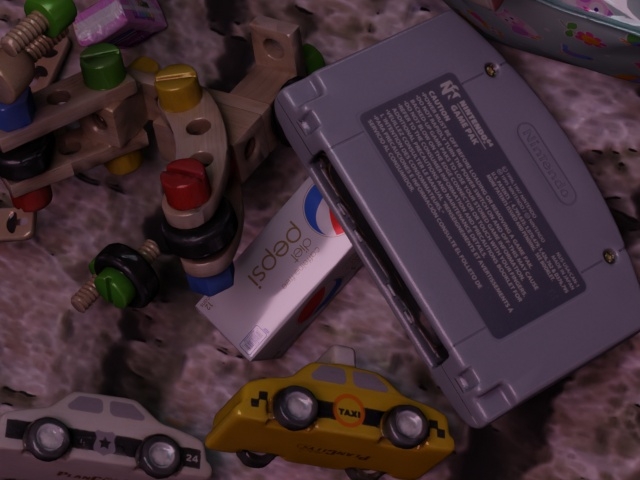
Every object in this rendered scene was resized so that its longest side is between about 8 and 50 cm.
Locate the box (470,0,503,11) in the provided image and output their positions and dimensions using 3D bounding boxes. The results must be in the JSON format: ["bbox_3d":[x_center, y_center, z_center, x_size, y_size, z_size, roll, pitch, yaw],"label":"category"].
[{"bbox_3d":[0.116,-0.298,1.332,0.127,0.148,0.232,31,83,21],"label":"box"}]

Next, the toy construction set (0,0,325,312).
[{"bbox_3d":[-0.133,-0.126,1.591,0.257,0.237,0.309,0,130,51],"label":"toy construction set"}]

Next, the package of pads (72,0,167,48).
[{"bbox_3d":[-0.170,-0.184,1.683,0.050,0.083,0.032,-25,84,20],"label":"package of pads"}]

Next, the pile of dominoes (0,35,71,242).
[{"bbox_3d":[-0.342,-0.091,1.729,0.251,0.040,0.196,-4,68,18],"label":"pile of dominoes"}]

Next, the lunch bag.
[{"bbox_3d":[0.170,-0.225,1.498,0.262,0.223,0.160,20,89,20],"label":"lunch bag"}]

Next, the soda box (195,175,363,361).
[{"bbox_3d":[0.000,0.000,1.623,0.069,0.074,0.216,45,101,14],"label":"soda box"}]

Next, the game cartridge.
[{"bbox_3d":[0.118,-0.024,1.535,0.297,0.198,0.062,59,147,8],"label":"game cartridge"}]

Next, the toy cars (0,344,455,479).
[{"bbox_3d":[-0.090,0.147,1.610,0.393,0.176,0.087,-9,61,18],"label":"toy cars"}]
